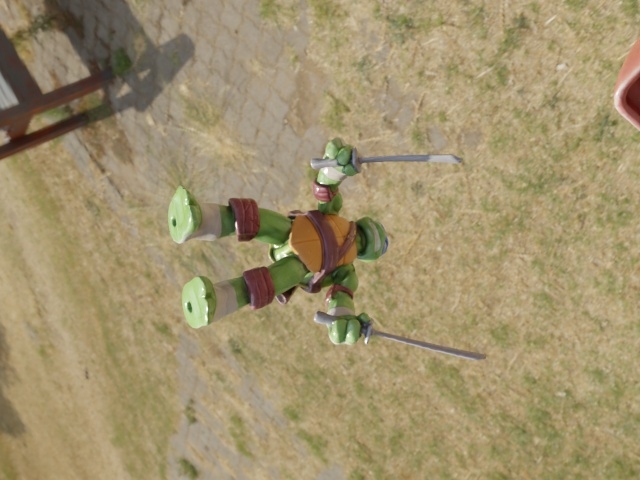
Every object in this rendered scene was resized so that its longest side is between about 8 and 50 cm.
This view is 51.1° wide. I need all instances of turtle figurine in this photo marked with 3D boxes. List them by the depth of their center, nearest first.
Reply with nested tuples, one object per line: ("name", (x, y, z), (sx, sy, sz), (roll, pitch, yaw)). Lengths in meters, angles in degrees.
("turtle figurine", (0.000, 0.000, 0.685), (0.274, 0.266, 0.198), (34, 124, 52))

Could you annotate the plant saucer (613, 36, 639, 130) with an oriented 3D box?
("plant saucer", (0.315, -0.128, 0.376), (0.258, 0.259, 0.048), (-49, 36, 23))
